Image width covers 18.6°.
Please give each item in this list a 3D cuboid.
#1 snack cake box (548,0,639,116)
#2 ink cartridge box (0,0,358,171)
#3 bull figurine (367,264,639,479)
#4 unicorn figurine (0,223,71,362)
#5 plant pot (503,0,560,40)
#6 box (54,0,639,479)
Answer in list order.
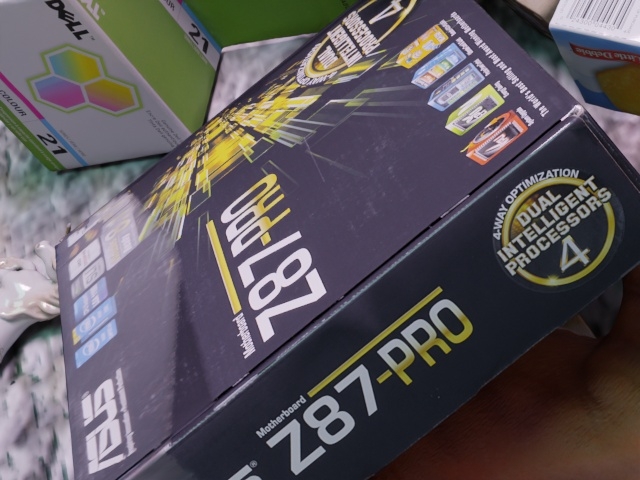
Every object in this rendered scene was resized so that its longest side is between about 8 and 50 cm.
[{"bbox_3d":[0.280,-0.131,1.075,0.264,0.089,0.152,17,70,32],"label":"snack cake box"},{"bbox_3d":[-0.120,-0.151,1.340,0.255,0.189,0.097,-6,54,28],"label":"ink cartridge box"},{"bbox_3d":[0.101,0.087,1.090,0.310,0.101,0.188,-9,52,27],"label":"bull figurine"},{"bbox_3d":[-0.223,0.044,1.363,0.111,0.060,0.162,34,96,42],"label":"unicorn figurine"},{"bbox_3d":[0.165,-0.178,1.245,0.096,0.109,0.109,-53,46,3],"label":"plant pot"},{"bbox_3d":[0.000,0.000,1.116,0.318,0.097,0.395,-40,21,7],"label":"box"}]
